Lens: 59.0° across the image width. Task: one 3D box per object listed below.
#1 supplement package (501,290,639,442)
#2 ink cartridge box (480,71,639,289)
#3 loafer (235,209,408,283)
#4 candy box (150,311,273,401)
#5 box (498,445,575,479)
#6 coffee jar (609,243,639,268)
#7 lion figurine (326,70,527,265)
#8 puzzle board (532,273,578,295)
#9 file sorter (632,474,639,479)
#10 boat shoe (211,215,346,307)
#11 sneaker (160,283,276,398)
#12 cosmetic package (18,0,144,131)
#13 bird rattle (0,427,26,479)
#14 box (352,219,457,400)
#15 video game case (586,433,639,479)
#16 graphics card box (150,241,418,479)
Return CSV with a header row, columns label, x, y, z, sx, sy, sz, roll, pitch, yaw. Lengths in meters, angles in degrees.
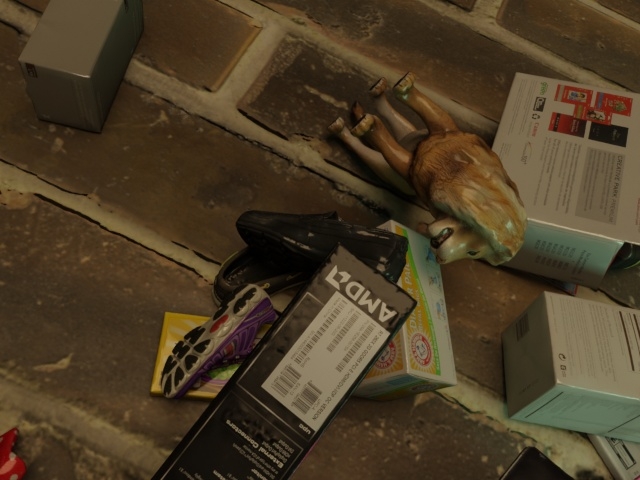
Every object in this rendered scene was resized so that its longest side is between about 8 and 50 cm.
label,x,y,z,sx,sy,sz,roll,pitch,yaw
supplement package,0.392,0.178,0.764,0.244,0.139,0.134,12,54,-4
ink cartridge box,0.400,-0.095,0.884,0.271,0.130,0.310,16,59,17
loafer,0.000,0.000,0.706,0.223,0.076,0.078,16,58,20
candy box,-0.105,0.155,0.728,0.205,0.027,0.105,8,59,-10
box,0.220,0.393,0.495,0.182,0.294,0.296,-37,59,-25
coffee jar,0.548,-0.008,0.948,0.184,0.079,0.096,-7,69,-17
lion figurine,0.145,-0.109,0.807,0.240,0.392,0.142,43,102,-14
puzzle board,0.392,0.017,0.936,0.096,0.011,0.128,28,60,2
file sorter,0.444,0.410,0.598,0.182,0.202,0.291,-29,77,-10
boat shoe,-0.045,0.023,0.788,0.227,0.069,0.081,-31,73,-26
sneaker,-0.118,0.131,0.684,0.170,0.068,0.071,-43,118,-16
cosmetic package,-0.348,-0.297,0.847,0.107,0.127,0.238,10,63,-8
bird rattle,-0.333,0.312,0.537,0.253,0.143,0.207,32,76,7
box,0.092,0.095,0.741,0.103,0.114,0.203,22,54,-40
video game case,0.493,0.321,0.796,0.173,0.022,0.190,-20,69,-22
graphics card box,-0.064,0.187,0.542,0.094,0.233,0.371,36,80,7
